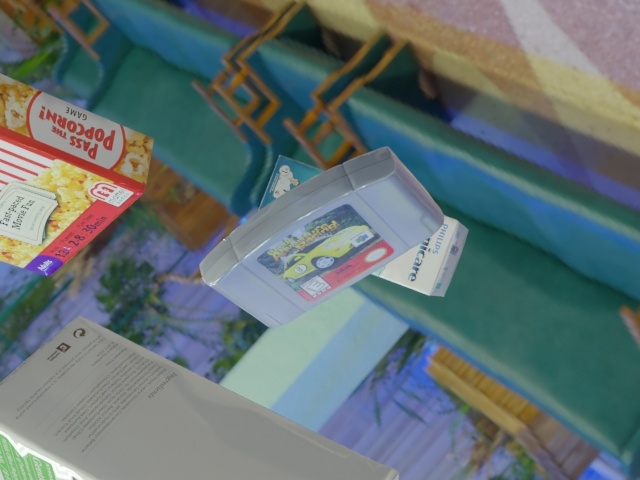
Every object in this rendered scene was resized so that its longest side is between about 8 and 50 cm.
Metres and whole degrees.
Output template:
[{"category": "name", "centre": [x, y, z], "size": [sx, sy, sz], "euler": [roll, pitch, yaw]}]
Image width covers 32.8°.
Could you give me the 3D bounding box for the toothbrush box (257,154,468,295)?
[{"category": "toothbrush box", "centre": [0.071, -0.019, 1.716], "size": [0.295, 0.126, 0.216], "euler": [20, -179, 11]}]

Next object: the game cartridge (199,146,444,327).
[{"category": "game cartridge", "centre": [0.000, 0.000, 1.415], "size": [0.196, 0.294, 0.060], "euler": [43, -160, -49]}]

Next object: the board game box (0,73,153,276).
[{"category": "board game box", "centre": [-0.225, -0.051, 0.676], "size": [0.193, 0.045, 0.147], "euler": [22, 145, -28]}]

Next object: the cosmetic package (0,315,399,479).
[{"category": "cosmetic package", "centre": [-0.119, 0.239, 0.999], "size": [0.365, 0.155, 0.197], "euler": [22, 136, 27]}]
